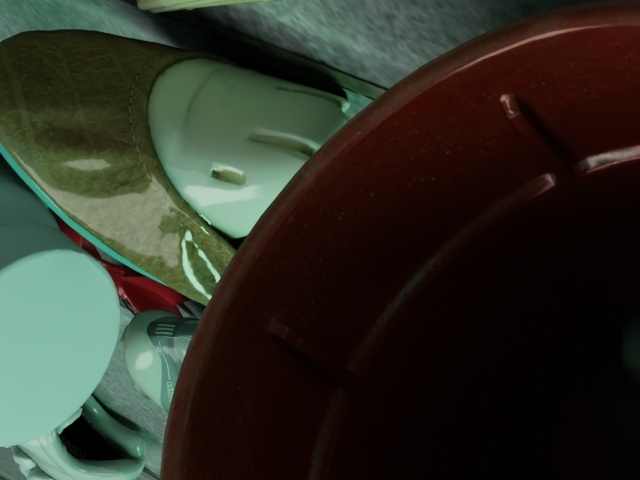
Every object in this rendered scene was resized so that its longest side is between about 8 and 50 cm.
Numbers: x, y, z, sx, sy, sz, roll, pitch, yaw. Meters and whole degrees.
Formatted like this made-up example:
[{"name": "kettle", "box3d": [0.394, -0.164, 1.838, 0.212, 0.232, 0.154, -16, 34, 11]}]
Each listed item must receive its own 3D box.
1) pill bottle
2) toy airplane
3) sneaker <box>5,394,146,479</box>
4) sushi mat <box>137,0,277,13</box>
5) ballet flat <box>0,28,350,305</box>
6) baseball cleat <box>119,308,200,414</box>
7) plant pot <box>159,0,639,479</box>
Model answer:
[{"name": "pill bottle", "box3d": [-0.267, 0.012, 1.246, 0.283, 0.160, 0.160, 29, 160, 39]}, {"name": "toy airplane", "box3d": [-0.137, 0.022, 1.290, 0.151, 0.028, 0.151, 31, 159, 13]}, {"name": "sneaker", "box3d": [-0.277, 0.132, 1.694, 0.292, 0.110, 0.118, 35, 155, -22]}, {"name": "sushi mat", "box3d": [-0.027, -0.145, 0.732, 0.151, 0.019, 0.316, 48, 158, -27]}, {"name": "ballet flat", "box3d": [0.000, 0.000, 0.910, 0.342, 0.116, 0.124, 42, 140, -17]}, {"name": "baseball cleat", "box3d": [-0.053, 0.114, 1.299, 0.109, 0.072, 0.206, 4, 155, 32]}, {"name": "plant pot", "box3d": [0.130, 0.098, 0.700, 0.272, 0.272, 0.265, 14, 160, 47]}]
